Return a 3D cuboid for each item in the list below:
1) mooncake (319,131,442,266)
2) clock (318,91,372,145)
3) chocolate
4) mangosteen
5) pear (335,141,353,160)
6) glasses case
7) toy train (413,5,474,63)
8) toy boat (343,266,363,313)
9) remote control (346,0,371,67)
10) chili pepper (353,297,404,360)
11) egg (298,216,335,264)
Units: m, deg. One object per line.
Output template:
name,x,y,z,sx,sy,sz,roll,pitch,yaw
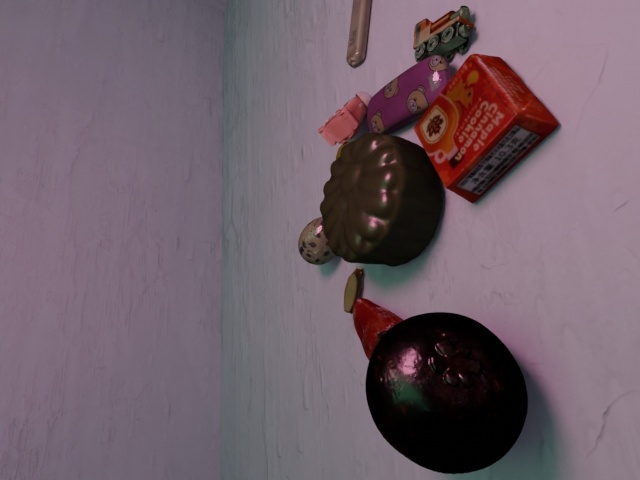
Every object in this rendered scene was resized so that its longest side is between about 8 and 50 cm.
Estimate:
mooncake,0.145,-0.109,1.099,0.356,0.194,0.356,-14,73,58
clock,0.091,-0.393,1.319,0.166,0.093,0.162,-27,24,50
chocolate,0.333,-0.245,0.883,0.237,0.108,0.234,-50,45,42
mangosteen,0.240,0.284,0.797,0.297,0.313,0.297,-6,73,22
pear,0.100,-0.277,1.324,0.097,0.092,0.092,-29,59,37
glasses case,0.229,-0.384,1.112,0.316,0.076,0.123,-15,81,61
toy train,0.304,-0.515,1.023,0.176,0.074,0.118,-4,77,62
toy boat,0.102,0.155,1.267,0.047,0.049,0.149,13,94,30
remote control,0.133,-0.755,1.399,0.090,0.038,0.309,3,86,62
chili pepper,0.154,0.247,1.121,0.144,0.136,0.253,57,174,-22
egg,0.000,0.000,1.381,0.181,0.141,0.141,-64,35,32
